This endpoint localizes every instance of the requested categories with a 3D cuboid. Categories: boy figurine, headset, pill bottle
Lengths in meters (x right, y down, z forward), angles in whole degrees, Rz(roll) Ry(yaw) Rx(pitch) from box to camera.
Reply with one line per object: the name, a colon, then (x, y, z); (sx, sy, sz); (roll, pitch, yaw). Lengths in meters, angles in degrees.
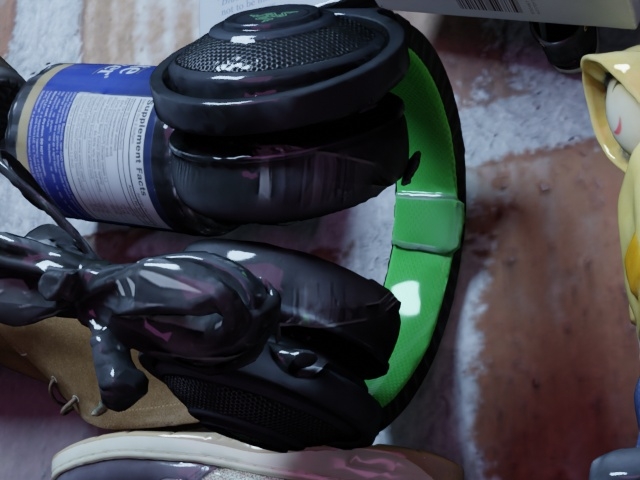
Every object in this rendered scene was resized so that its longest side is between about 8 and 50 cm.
boy figurine: (0.184, 0.001, 0.529); (0.092, 0.177, 0.285); (-1, 64, 13)
headset: (0.000, 0.000, 0.497); (0.185, 0.394, 0.244); (7, 97, 32)
pill bottle: (-0.113, -0.067, 0.739); (0.219, 0.123, 0.123); (7, 75, 29)

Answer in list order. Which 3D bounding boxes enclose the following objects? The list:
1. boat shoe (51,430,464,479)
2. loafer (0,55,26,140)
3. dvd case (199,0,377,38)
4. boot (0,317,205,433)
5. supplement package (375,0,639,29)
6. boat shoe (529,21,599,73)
boat shoe: (-0.052, 0.174, 0.629); (0.285, 0.103, 0.092); (-3, 65, 20)
loafer: (-0.355, -0.094, 0.909); (0.220, 0.080, 0.078); (-33, 50, 7)
dvd case: (-0.022, -0.286, 0.834); (0.180, 0.022, 0.253); (-14, 65, 23)
boot: (-0.186, 0.086, 0.735); (0.305, 0.112, 0.115); (-6, 79, 23)
supplement package: (0.131, -0.302, 0.625); (0.199, 0.198, 0.263); (15, 69, 37)
boat shoe: (0.163, -0.180, 0.688); (0.048, 0.042, 0.133); (-15, 63, 25)
